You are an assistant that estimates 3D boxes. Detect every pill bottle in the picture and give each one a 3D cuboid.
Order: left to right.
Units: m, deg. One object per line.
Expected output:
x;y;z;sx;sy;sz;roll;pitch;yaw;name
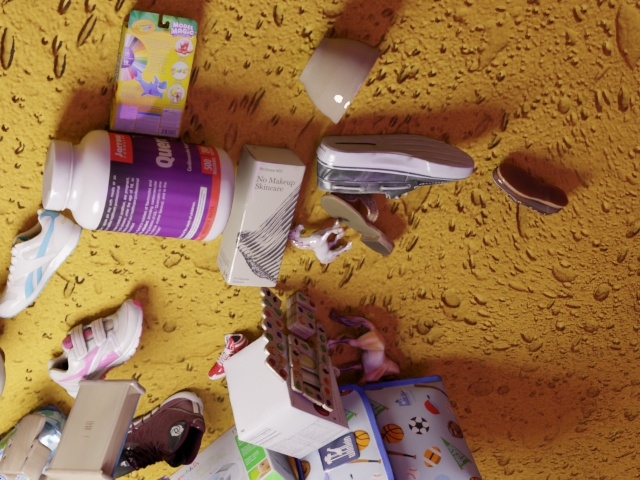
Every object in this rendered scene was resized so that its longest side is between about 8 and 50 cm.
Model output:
-0.331;-0.101;1.675;0.323;0.181;0.181;6;115;-25;pill bottle

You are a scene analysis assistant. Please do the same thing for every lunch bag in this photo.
-0.564;0.467;1.927;0.176;0.090;0.219;-42;110;5;lunch bag
0.137;0.500;2.088;0.386;0.327;0.238;-4;138;-17;lunch bag

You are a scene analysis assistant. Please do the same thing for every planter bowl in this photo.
0.027;-0.316;1.731;0.109;0.162;0.162;31;104;-4;planter bowl

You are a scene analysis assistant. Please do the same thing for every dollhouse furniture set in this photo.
-0.421;0.442;1.862;0.287;0.198;0.303;-5;142;26;dollhouse furniture set

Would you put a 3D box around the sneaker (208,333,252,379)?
-0.206;0.249;2.002;0.118;0.042;0.067;-37;129;-9;sneaker

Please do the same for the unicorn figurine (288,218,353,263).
0.000;0.000;1.935;0.111;0.060;0.162;-30;127;2;unicorn figurine

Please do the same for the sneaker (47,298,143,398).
-0.454;0.213;1.846;0.111;0.103;0.252;34;100;-34;sneaker

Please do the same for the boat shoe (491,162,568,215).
0.458;-0.106;2.057;0.207;0.073;0.073;25;146;-25;boat shoe

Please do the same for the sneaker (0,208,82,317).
-0.551;0.042;1.731;0.092;0.087;0.228;35;93;-26;sneaker

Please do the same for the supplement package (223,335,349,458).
-0.072;0.330;1.960;0.149;0.194;0.203;-35;140;22;supplement package

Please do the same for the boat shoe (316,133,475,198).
0.148;-0.147;1.897;0.335;0.121;0.119;4;124;-12;boat shoe

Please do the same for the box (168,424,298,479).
-0.193;0.558;2.062;0.262;0.231;0.126;-39;120;3;box

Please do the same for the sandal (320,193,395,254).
0.089;-0.061;1.945;0.240;0.088;0.079;42;65;-40;sandal

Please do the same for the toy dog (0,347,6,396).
-0.742;0.347;1.675;0.395;0.284;0.407;31;94;0;toy dog

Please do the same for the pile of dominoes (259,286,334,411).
-0.040;0.213;1.924;0.040;0.251;0.196;-38;127;26;pile of dominoes

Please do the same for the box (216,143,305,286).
-0.122;-0.048;1.841;0.113;0.094;0.275;3;116;-23;box

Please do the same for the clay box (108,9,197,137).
-0.302;-0.302;1.654;0.128;0.053;0.222;4;114;-24;clay box

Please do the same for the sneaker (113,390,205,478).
-0.364;0.454;1.977;0.281;0.162;0.106;-38;124;1;sneaker

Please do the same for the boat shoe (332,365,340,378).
-0.014;0.329;2.091;0.135;0.045;0.050;-30;116;26;boat shoe

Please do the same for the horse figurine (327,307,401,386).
0.094;0.261;2.116;0.175;0.066;0.263;-16;125;-5;horse figurine
